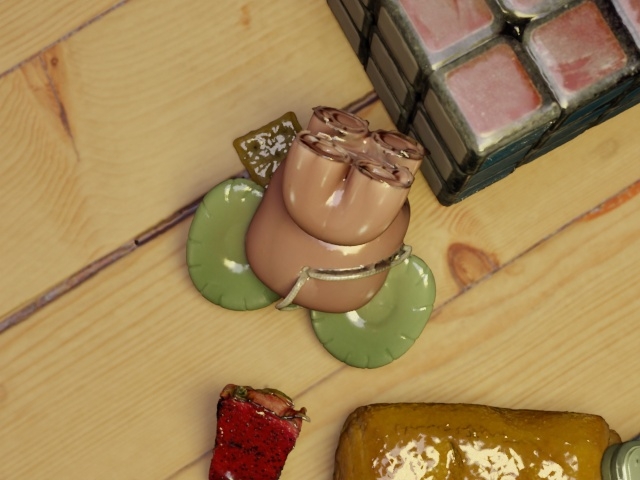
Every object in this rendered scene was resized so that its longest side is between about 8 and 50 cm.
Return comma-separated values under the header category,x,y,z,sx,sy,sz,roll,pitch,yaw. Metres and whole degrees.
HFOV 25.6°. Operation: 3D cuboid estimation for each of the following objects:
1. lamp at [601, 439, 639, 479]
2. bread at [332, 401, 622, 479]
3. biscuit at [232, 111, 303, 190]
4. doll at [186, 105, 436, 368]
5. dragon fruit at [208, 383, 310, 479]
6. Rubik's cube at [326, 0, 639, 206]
category,x,y,z,sx,sy,sz,roll,pitch,yaw
lamp,0.422,0.341,1.515,0.267,0.047,0.269,-2,81,-32
bread,0.175,0.341,1.519,0.337,0.148,0.328,5,82,0
biscuit,-0.049,-0.099,1.640,0.083,0.018,0.081,-27,83,-5
doll,0.000,0.000,1.527,0.284,0.216,0.268,23,113,4
dragon fruit,-0.065,0.205,1.562,0.102,0.096,0.147,25,125,6
Rubik's cube,0.202,-0.249,1.525,0.305,0.301,0.303,-27,84,-6
